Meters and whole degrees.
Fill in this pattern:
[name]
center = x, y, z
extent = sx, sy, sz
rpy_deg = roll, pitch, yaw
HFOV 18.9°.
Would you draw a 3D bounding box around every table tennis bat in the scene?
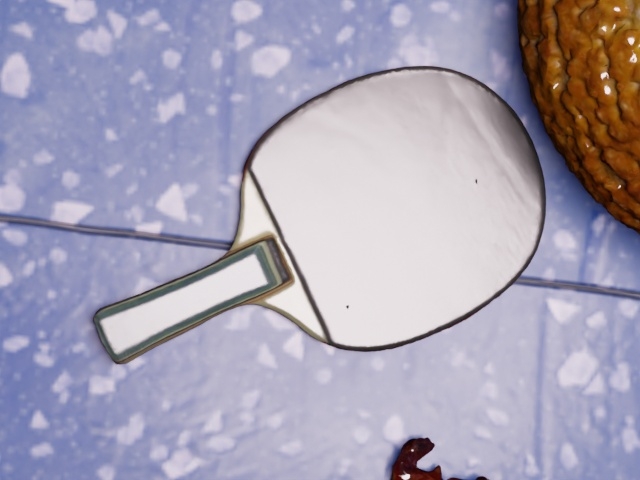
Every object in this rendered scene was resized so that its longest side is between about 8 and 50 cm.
[table tennis bat]
center = 0.000, 0.000, 1.098
extent = 0.274, 0.021, 0.154
rpy_deg = -25, 90, -7

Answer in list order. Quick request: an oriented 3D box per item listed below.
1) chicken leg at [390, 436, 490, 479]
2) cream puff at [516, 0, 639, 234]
[chicken leg]
center = 0.020, 0.207, 1.069
extent = 0.323, 0.083, 0.177
rpy_deg = -10, 80, -7
[cream puff]
center = 0.248, -0.133, 1.028
extent = 0.303, 0.212, 0.303
rpy_deg = 0, 85, -1
